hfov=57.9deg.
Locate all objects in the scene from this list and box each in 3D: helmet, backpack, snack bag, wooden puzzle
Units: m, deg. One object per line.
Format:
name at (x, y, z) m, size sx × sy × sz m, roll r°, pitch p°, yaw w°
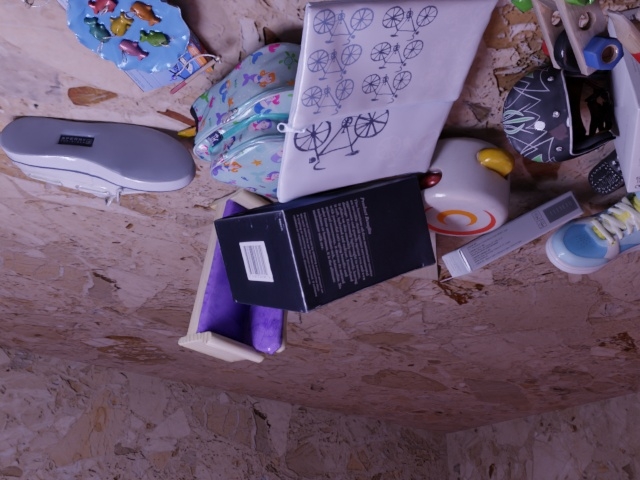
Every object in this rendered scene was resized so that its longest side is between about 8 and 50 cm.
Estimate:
helmet at (0.373, -0.201, 0.925) m, size 0.162 × 0.169 × 0.169 m, roll -12°, pitch 153°, yaw -13°
backpack at (-0.071, -0.195, 0.964) m, size 0.225 × 0.191 × 0.254 m, roll 15°, pitch 141°, yaw -44°
snack bag at (0.088, -0.201, 0.869) m, size 0.323 × 0.037 × 0.342 m, roll -15°, pitch 143°, yaw -28°
wooden puzzle at (-0.216, -0.194, 1.142) m, size 0.079 × 0.014 × 0.116 m, roll -16°, pitch 145°, yaw 37°

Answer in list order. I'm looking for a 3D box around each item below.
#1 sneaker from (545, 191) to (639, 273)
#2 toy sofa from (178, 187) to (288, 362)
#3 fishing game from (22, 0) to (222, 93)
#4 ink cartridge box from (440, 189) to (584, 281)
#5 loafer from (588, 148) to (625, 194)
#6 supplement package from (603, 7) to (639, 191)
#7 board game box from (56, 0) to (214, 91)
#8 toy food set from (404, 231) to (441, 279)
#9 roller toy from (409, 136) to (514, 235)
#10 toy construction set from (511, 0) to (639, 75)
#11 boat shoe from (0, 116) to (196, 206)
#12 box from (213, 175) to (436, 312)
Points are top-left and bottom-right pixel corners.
sneaker at (0.617, -0.052, 1.165) m, size 0.319 × 0.127 × 0.208 m, roll -19°, pitch 151°, yaw -20°
toy sofa at (-0.164, 0.071, 1.254) m, size 0.177 × 0.362 × 0.150 m, roll -16°, pitch 145°, yaw 41°
fishing game at (-0.287, -0.311, 0.863) m, size 0.189 × 0.041 × 0.264 m, roll -20°, pitch 144°, yaw 38°
ink cartridge box at (0.395, -0.002, 1.265) m, size 0.275 × 0.060 × 0.239 m, roll -27°, pitch 175°, yaw -7°
loafer at (0.602, -0.168, 1.076) m, size 0.078 × 0.080 × 0.220 m, roll -18°, pitch 164°, yaw -37°
supplement package at (0.576, -0.222, 0.842) m, size 0.263 × 0.197 × 0.199 m, roll -8°, pitch 148°, yaw 19°
board game box at (-0.296, -0.344, 0.872) m, size 0.145 × 0.027 × 0.281 m, roll -9°, pitch 148°, yaw 22°
toy food set at (0.174, -0.008, 1.381) m, size 0.220 × 0.092 × 0.306 m, roll 6°, pitch 151°, yaw 17°
roller toy at (0.267, -0.107, 1.120) m, size 0.191 × 0.146 × 0.209 m, roll 5°, pitch 159°, yaw 12°
toy construction set at (0.301, -0.318, 0.623) m, size 0.237 × 0.308 × 0.257 m, roll 28°, pitch 134°, yaw -29°
boat shoe at (-0.423, -0.135, 1.141) m, size 0.368 × 0.135 × 0.156 m, roll 6°, pitch 150°, yaw -1°
box at (0.000, 0.000, 1.099) m, size 0.294 × 0.182 × 0.296 m, roll -16°, pitch -173°, yaw -32°
